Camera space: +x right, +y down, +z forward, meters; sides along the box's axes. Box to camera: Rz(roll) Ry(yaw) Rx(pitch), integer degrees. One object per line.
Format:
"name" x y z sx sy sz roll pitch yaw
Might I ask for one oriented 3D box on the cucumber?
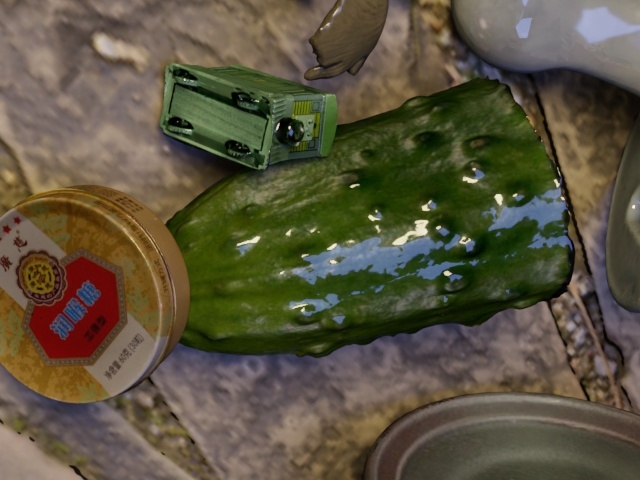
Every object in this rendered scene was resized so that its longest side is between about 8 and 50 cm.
"cucumber" 0.001 0.002 0.745 0.244 0.134 0.134 -14 115 -13

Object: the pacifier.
"pacifier" 0.177 -0.102 0.767 0.225 0.238 0.287 17 111 -1

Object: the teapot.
"teapot" 0.144 0.265 0.885 0.315 0.233 0.312 -28 132 -51

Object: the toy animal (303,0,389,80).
"toy animal" 0.031 -0.199 0.700 0.186 0.094 0.214 -20 101 -16

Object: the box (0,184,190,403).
"box" -0.116 0.025 0.691 0.037 0.105 0.106 -33 135 -67

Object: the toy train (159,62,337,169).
"toy train" -0.036 -0.063 0.709 0.056 0.093 0.038 -8 111 -43
